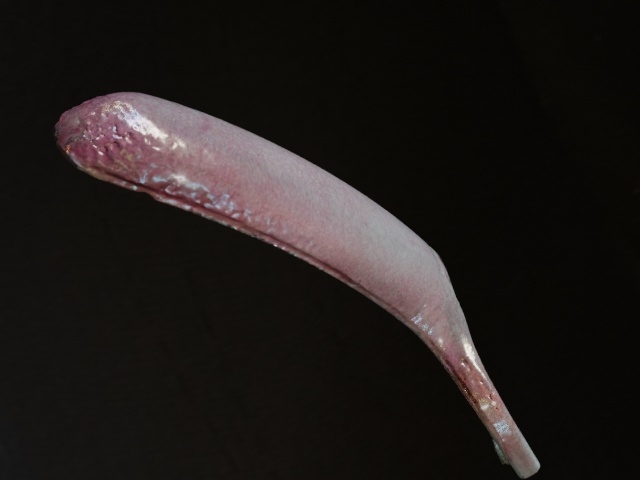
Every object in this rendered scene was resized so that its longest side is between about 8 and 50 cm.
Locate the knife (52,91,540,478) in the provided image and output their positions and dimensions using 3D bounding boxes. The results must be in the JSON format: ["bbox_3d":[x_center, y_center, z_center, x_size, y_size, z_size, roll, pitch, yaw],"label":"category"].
[{"bbox_3d":[0.001,-0.002,0.803,0.053,0.278,0.123,-42,46,13],"label":"knife"}]
